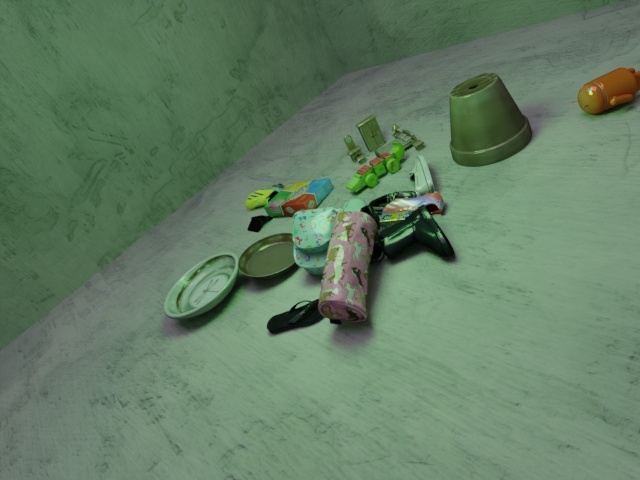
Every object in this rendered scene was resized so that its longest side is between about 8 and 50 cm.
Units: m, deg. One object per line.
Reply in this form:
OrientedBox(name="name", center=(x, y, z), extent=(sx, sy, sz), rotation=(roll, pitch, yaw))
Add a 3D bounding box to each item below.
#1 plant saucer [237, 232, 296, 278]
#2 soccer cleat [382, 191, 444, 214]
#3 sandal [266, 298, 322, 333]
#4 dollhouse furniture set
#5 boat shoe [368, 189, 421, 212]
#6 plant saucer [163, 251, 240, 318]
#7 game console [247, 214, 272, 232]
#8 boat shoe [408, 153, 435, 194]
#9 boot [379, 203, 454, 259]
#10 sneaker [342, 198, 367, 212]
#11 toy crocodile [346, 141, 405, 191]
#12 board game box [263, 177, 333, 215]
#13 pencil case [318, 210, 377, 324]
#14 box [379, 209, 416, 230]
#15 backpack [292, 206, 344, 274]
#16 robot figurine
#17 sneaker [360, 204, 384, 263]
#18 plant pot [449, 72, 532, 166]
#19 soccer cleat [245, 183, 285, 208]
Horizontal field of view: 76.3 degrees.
OrientedBox(name="plant saucer", center=(-0.210, 0.074, 1.794), extent=(0.310, 0.050, 0.311), rotation=(-12, 33, 8))
OrientedBox(name="soccer cleat", center=(0.354, -0.120, 1.583), extent=(0.247, 0.083, 0.095), rotation=(-13, 39, 25))
OrientedBox(name="sandal", center=(-0.083, 0.262, 1.436), extent=(0.254, 0.054, 0.097), rotation=(-24, 31, 13))
OrientedBox(name="dollhouse furniture set", center=(0.309, -0.518, 2.120), extent=(0.303, 0.174, 0.355), rotation=(-32, 29, 0))
OrientedBox(name="boat shoe", center=(0.302, -0.159, 1.670), extent=(0.219, 0.070, 0.078), rotation=(-15, 71, 36))
OrientedBox(name="plant saucer", center=(-0.517, 0.221, 1.854), extent=(0.400, 0.101, 0.401), rotation=(-24, 31, 15))
OrientedBox(name="game console", center=(-0.332, -0.094, 2.242), extent=(0.107, 0.071, 0.122), rotation=(-15, 17, -38))
OrientedBox(name="boat shoe", center=(0.423, -0.277, 1.742), extent=(0.088, 0.096, 0.268), rotation=(-17, 41, 15))
OrientedBox(name="boot", center=(0.322, 0.010, 1.406), extent=(0.207, 0.094, 0.247), rotation=(-36, 43, 16))
OrientedBox(name="sneaker", center=(0.092, -0.097, 1.773), extent=(0.255, 0.094, 0.151), rotation=(-20, 32, 10))
OrientedBox(name="toy crocodile", center=(0.268, -0.350, 1.973), extent=(0.340, 0.105, 0.115), rotation=(-35, 30, -4))
OrientedBox(name="board game box", center=(-0.118, -0.229, 2.176), extent=(0.316, 0.064, 0.242), rotation=(0, 39, 42))
OrientedBox(name="pencil case", center=(0.098, 0.080, 1.354), extent=(0.160, 0.167, 0.386), rotation=(3, 55, 11))
OrientedBox(name="box", center=(0.315, -0.074, 1.546), extent=(0.168, 0.059, 0.054), rotation=(-6, 38, 26))
OrientedBox(name="backpack", center=(0.000, 0.000, 1.580), extent=(0.225, 0.191, 0.254), rotation=(-5, 71, 21))
OrientedBox(name="robot figurine", center=(1.069, -0.554, 1.516), extent=(0.219, 0.128, 0.158), rotation=(-24, 74, 13))
OrientedBox(name="sneaker", center=(0.175, -0.029, 1.562), extent=(0.107, 0.124, 0.283), rotation=(-20, 32, 20))
OrientedBox(name="plant pot", center=(0.663, -0.510, 1.675), extent=(0.323, 0.280, 0.323), rotation=(-24, 30, 15))
OrientedBox(name="soccer cleat", center=(-0.330, -0.243, 2.384), extent=(0.289, 0.093, 0.121), rotation=(-19, 39, 22))
